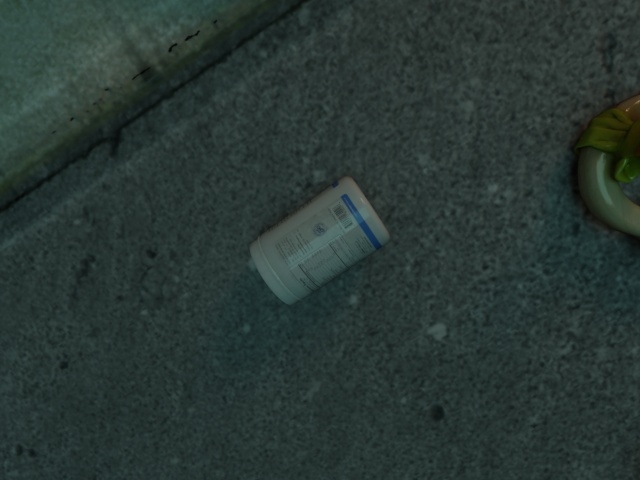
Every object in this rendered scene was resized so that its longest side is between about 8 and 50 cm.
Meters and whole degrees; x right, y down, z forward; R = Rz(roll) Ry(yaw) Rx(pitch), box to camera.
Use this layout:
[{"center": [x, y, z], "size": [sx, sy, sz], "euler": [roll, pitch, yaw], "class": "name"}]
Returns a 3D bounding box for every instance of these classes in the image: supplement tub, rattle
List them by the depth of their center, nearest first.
[{"center": [0.310, -0.032, 0.323], "size": [0.130, 0.142, 0.200], "euler": [-29, 91, -12], "class": "rattle"}, {"center": [0.000, 0.000, 0.369], "size": [0.107, 0.071, 0.071], "euler": [-34, 97, 8], "class": "supplement tub"}]
